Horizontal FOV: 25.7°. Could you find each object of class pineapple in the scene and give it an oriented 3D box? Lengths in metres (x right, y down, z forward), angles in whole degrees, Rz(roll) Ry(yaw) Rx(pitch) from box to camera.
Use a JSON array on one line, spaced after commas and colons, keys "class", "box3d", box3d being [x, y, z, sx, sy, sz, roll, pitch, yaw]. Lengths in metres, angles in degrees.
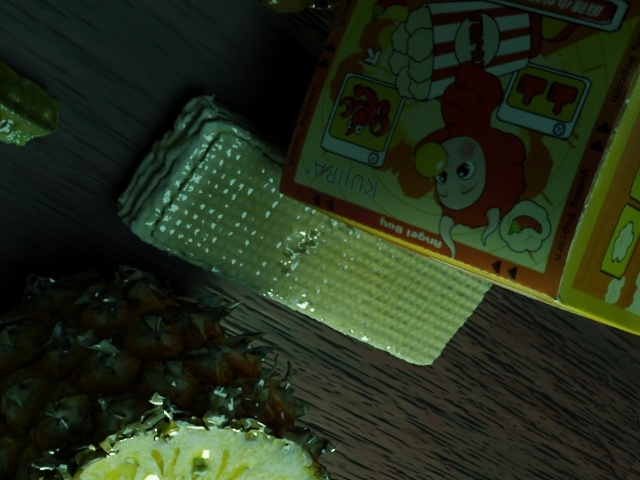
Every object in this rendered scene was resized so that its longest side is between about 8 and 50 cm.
[{"class": "pineapple", "box3d": [-0.174, 0.187, 1.239, 0.352, 0.300, 0.352, -17, 131, -21]}]

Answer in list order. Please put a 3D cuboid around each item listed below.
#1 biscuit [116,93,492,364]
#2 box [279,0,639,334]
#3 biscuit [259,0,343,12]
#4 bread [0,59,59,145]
[{"class": "biscuit", "box3d": [0.000, 0.000, 1.366, 0.426, 0.078, 0.144, 26, 105, -42]}, {"class": "box", "box3d": [0.159, -0.096, 1.184, 0.214, 0.283, 0.260, 17, 94, -57]}, {"class": "biscuit", "box3d": [-0.003, -0.290, 1.174, 0.225, 0.042, 0.226, -18, 131, -21]}, {"class": "bread", "box3d": [-0.266, -0.112, 1.127, 0.110, 0.060, 0.066, 33, 86, -44]}]
